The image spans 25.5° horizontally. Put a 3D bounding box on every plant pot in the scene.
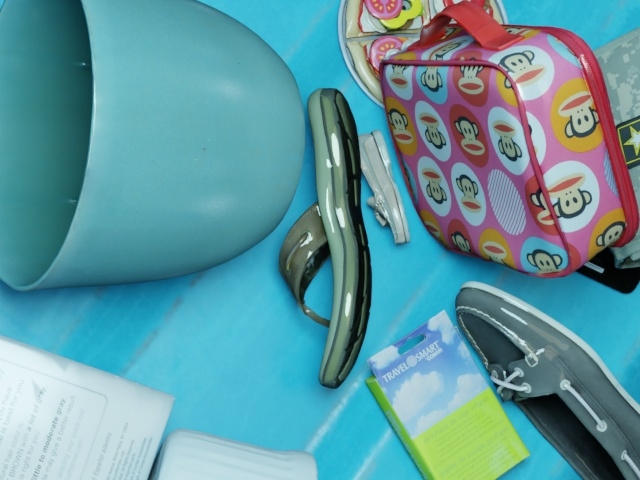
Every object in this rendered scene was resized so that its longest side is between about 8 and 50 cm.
[{"bbox_3d":[-0.158,-0.095,1.295,0.235,0.293,0.293,3,81,-32],"label":"plant pot"}]

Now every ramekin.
[{"bbox_3d":[-0.110,0.302,1.257,0.135,0.277,0.277,20,77,-7],"label":"ramekin"}]

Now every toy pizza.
[{"bbox_3d":[0.116,-0.226,1.523,0.201,0.032,0.201,3,82,-18],"label":"toy pizza"}]

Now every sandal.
[{"bbox_3d":[0.000,-0.001,1.427,0.086,0.120,0.303,-6,82,9],"label":"sandal"}]

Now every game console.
[{"bbox_3d":[0.311,-0.017,1.568,0.122,0.071,0.107,24,106,-13],"label":"game console"}]

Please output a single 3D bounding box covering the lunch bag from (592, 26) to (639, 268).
[{"bbox_3d":[0.416,-0.109,1.498,0.287,0.169,0.235,-12,72,2],"label":"lunch bag"}]

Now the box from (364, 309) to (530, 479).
[{"bbox_3d":[0.127,0.175,1.465,0.109,0.042,0.178,-32,93,-20],"label":"box"}]

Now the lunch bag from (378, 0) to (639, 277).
[{"bbox_3d":[0.166,-0.109,1.371,0.120,0.293,0.258,-27,109,-18],"label":"lunch bag"}]

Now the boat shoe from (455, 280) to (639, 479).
[{"bbox_3d":[0.258,0.176,1.472,0.335,0.112,0.095,41,68,-12],"label":"boat shoe"}]

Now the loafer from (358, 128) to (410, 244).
[{"bbox_3d":[0.061,-0.053,1.480,0.039,0.045,0.125,-15,80,-2],"label":"loafer"}]

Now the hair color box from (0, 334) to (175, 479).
[{"bbox_3d":[-0.343,0.169,1.278,0.374,0.113,0.185,21,76,-15],"label":"hair color box"}]
